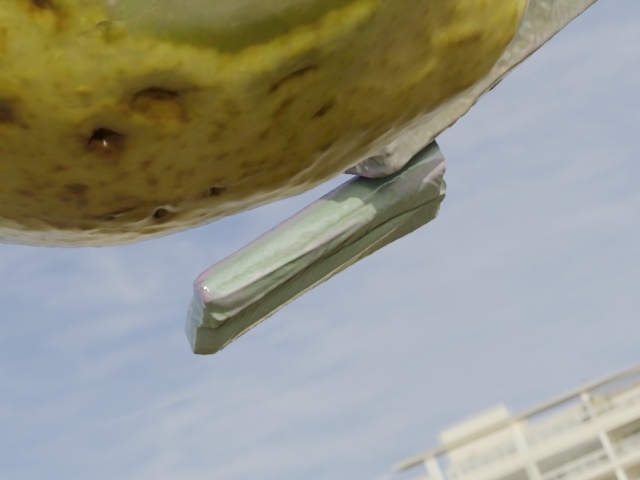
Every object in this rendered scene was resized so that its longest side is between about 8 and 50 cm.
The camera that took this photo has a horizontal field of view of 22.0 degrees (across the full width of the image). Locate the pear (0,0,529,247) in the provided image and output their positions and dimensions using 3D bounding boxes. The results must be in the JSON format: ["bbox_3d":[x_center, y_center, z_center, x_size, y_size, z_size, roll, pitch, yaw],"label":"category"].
[{"bbox_3d":[-0.057,-0.127,0.510,0.271,0.271,0.271,-19,-21,-8],"label":"pear"}]

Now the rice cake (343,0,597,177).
[{"bbox_3d":[0.135,-0.159,1.186,0.399,0.064,0.070,-39,24,-32],"label":"rice cake"}]

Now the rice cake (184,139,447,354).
[{"bbox_3d":[0.001,0.000,1.127,0.222,0.042,0.080,-31,-25,-26],"label":"rice cake"}]
